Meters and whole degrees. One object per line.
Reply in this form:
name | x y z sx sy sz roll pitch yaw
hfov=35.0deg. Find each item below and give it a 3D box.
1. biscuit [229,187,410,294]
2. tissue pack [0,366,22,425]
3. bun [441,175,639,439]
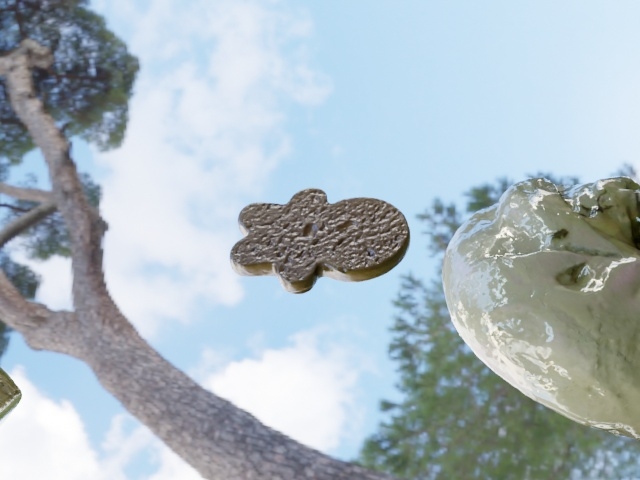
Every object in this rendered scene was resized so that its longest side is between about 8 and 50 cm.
biscuit | 0.000 0.000 1.322 0.039 0.236 0.180 77 -162 -44
tissue pack | -0.446 0.223 1.054 0.125 0.234 0.159 46 -164 -3
bun | 0.193 0.029 0.630 0.237 0.210 0.116 -17 -42 -47
